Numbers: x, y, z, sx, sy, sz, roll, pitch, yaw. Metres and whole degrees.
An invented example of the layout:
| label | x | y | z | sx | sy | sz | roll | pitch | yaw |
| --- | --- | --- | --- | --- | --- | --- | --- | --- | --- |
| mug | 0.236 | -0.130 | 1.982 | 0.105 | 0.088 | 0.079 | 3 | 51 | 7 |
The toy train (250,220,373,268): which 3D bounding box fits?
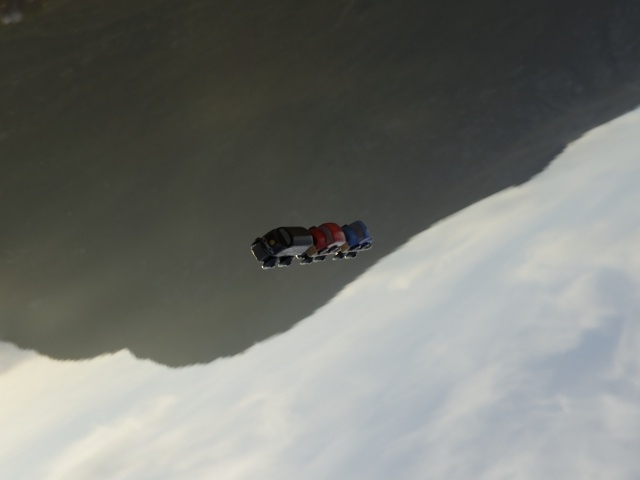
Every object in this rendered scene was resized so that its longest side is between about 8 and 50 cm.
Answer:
| label | x | y | z | sx | sy | sz | roll | pitch | yaw |
| --- | --- | --- | --- | --- | --- | --- | --- | --- | --- |
| toy train | 0.000 | 0.000 | 0.711 | 0.036 | 0.027 | 0.158 | -39 | 164 | 25 |
